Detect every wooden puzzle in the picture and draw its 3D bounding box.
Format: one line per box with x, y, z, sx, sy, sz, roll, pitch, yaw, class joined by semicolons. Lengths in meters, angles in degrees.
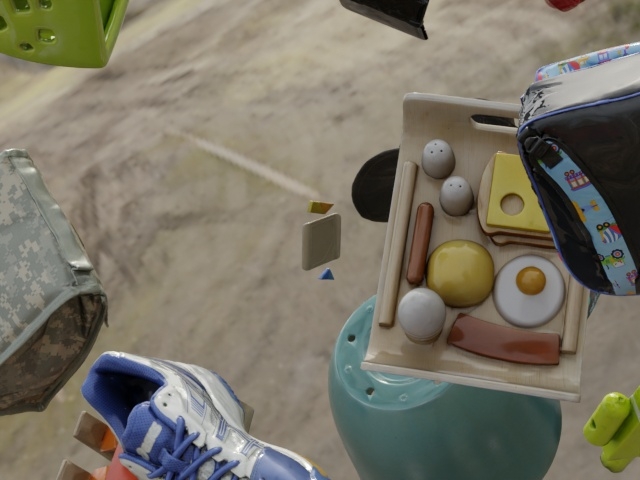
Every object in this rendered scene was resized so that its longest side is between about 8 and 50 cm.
0.000;0.000;1.808;0.014;0.116;0.078;16;16;39;wooden puzzle

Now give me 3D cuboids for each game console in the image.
0.082;-0.306;1.631;0.071;0.122;0.107;-44;-26;-58;game console

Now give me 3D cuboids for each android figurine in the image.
0.505;0.246;1.902;0.248;0.273;0.056;-3;54;-16;android figurine

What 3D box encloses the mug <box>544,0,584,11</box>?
0.290;-0.383;1.698;0.113;0.169;0.150;-46;34;12;mug

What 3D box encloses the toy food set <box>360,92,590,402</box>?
0.171;0.003;1.360;0.220;0.306;0.092;7;-17;9;toy food set

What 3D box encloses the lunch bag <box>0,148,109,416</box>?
-0.389;0.055;1.712;0.169;0.235;0.287;-4;-35;-47;lunch bag

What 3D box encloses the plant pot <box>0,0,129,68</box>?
-0.313;-0.318;1.354;0.207;0.228;0.227;-2;36;3;plant pot

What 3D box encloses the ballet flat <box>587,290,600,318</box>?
0.368;0.072;1.868;0.188;0.070;0.070;-57;18;-2;ballet flat

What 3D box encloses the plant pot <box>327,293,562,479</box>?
0.143;0.191;1.723;0.293;0.235;0.293;-12;51;16;plant pot

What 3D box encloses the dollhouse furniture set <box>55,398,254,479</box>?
-0.244;0.298;1.691;0.262;0.135;0.259;-19;42;40;dollhouse furniture set

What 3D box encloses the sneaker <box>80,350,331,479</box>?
-0.098;0.187;1.071;0.296;0.131;0.112;33;96;48;sneaker

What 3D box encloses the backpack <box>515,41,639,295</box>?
0.241;-0.051;1.015;0.158;0.173;0.117;-16;27;17;backpack

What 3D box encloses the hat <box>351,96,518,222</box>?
0.192;-0.128;1.904;0.331;0.134;0.331;-3;-20;-1;hat
